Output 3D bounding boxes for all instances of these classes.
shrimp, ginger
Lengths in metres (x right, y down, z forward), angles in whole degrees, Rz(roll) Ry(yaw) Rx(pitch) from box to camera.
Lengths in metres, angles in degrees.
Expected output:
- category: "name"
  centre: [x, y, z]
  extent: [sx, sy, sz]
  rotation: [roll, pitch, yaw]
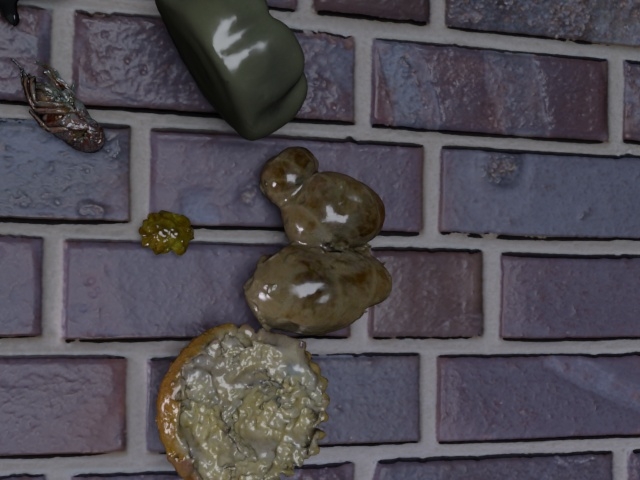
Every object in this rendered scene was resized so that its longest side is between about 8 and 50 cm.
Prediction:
- category: "shrimp"
  centre: [-0.404, -0.208, 1.514]
  extent: [0.073, 0.075, 0.190]
  rotation: [-42, 90, 18]
- category: "ginger"
  centre: [0.000, 0.000, 1.601]
  extent: [0.244, 0.155, 0.304]
  rotation: [3, 79, -10]

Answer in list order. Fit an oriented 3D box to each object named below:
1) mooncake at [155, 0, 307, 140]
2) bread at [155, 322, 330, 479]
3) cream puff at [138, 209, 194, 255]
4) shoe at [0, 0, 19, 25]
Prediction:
- category: "mooncake"
  centre: [-0.131, -0.288, 1.502]
  extent: [0.135, 0.275, 0.275]
  rotation: [-37, 99, -12]
- category: "bread"
  centre: [-0.127, 0.261, 1.544]
  extent: [0.274, 0.149, 0.274]
  rotation: [2, 85, -19]
- category: "cream puff"
  centre: [-0.240, -0.012, 1.562]
  extent: [0.083, 0.058, 0.083]
  rotation: [40, 76, -11]
- category: "shoe"
  centre: [-0.421, -0.415, 1.505]
  extent: [0.227, 0.099, 0.112]
  rotation: [-33, 105, -12]
